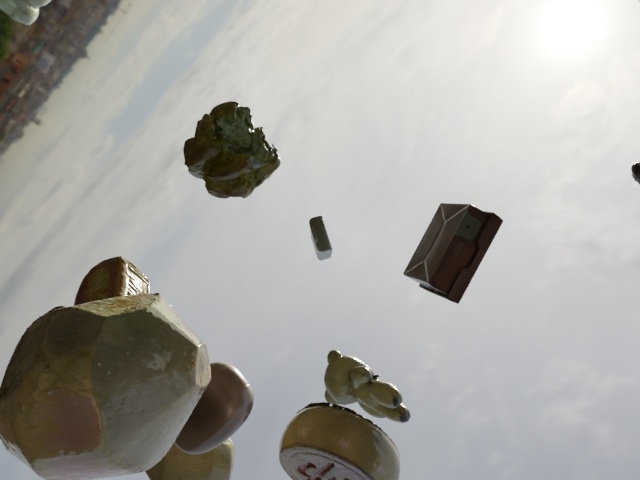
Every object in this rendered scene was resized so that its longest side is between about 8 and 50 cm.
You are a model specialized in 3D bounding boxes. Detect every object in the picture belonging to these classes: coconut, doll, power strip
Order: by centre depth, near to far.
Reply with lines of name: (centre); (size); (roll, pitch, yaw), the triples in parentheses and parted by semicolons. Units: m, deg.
coconut: (-0.233, 0.161, 0.766); (0.236, 0.236, 0.198); (-14, -98, 56)
power strip: (0.000, 0.000, 1.247); (0.027, 0.060, 0.253); (-17, 175, -1)
coconut: (-0.312, 0.514, 1.627); (0.224, 0.224, 0.224); (-41, -154, 26)
doll: (0.136, 0.406, 1.905); (0.278, 0.149, 0.175); (20, -69, 44)

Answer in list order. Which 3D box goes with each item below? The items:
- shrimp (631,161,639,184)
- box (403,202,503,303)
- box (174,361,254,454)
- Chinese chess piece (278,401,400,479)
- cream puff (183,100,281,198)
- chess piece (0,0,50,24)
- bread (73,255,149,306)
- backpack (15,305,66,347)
shrimp: (0.681, -0.104, 1.351); (0.073, 0.190, 0.075); (-107, -144, -61)
box: (0.295, 0.020, 1.592); (0.215, 0.086, 0.215); (-61, -170, -1)
box: (-0.224, 0.332, 1.376); (0.200, 0.146, 0.088); (-42, 169, 17)
Chinese chess piece: (0.041, 0.473, 1.507); (0.270, 0.270, 0.112); (-26, -155, 46)
cream puff: (-0.217, -0.189, 1.555); (0.194, 0.221, 0.195); (-33, 164, -11)
chess piece: (-0.515, -0.589, 1.307); (0.330, 0.182, 0.182); (-43, -155, 7)
bread: (-0.471, 0.159, 1.545); (0.152, 0.119, 0.288); (-37, -149, 14)
backpack: (-0.642, 0.288, 1.747); (0.229, 0.229, 0.139); (-51, -164, 6)
